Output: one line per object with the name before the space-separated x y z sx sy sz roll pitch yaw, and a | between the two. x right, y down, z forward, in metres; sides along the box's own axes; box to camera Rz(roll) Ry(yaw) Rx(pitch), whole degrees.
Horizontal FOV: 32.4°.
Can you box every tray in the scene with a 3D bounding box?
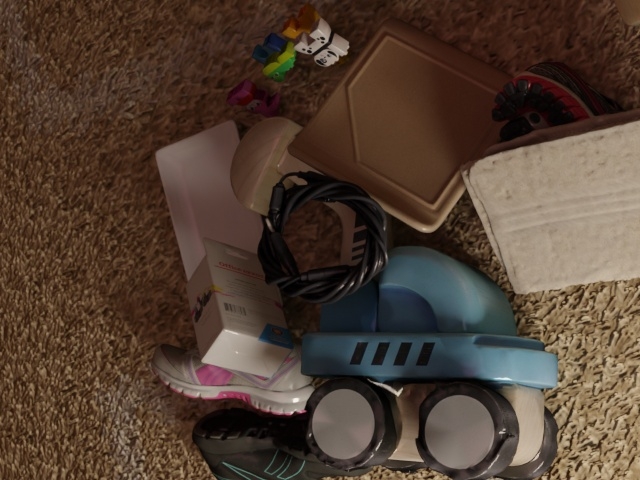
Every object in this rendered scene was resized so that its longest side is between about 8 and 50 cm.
tray | -0.139 -0.020 1.550 0.145 0.030 0.271 -18 84 26

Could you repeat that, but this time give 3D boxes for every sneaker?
sneaker | -0.043 0.292 1.492 0.267 0.101 0.106 2 115 27
sneaker | -0.115 0.163 1.514 0.252 0.103 0.111 7 91 21
sneaker | 0.338 -0.092 1.257 0.299 0.112 0.121 48 137 5

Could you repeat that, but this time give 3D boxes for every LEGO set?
LEGO set | -0.020 -0.236 1.447 0.227 0.093 0.087 -27 41 52

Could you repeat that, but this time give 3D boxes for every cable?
cable | 0.000 0.000 1.295 0.184 0.047 0.151 23 88 34

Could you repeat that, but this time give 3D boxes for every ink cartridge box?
ink cartridge box | -0.110 0.085 1.424 0.062 0.104 0.181 -55 33 27

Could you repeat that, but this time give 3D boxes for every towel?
towel | 0.299 -0.039 1.210 0.282 0.049 0.187 -10 113 43

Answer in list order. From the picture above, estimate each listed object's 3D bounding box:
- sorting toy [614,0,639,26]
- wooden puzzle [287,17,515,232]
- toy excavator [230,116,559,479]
sorting toy | 0.413 -0.402 1.210 0.255 0.089 0.257 -25 81 27
wooden puzzle | 0.111 -0.144 1.356 0.221 0.044 0.239 32 75 23
toy excavator | 0.081 0.061 1.365 0.432 0.222 0.446 -1 78 29
